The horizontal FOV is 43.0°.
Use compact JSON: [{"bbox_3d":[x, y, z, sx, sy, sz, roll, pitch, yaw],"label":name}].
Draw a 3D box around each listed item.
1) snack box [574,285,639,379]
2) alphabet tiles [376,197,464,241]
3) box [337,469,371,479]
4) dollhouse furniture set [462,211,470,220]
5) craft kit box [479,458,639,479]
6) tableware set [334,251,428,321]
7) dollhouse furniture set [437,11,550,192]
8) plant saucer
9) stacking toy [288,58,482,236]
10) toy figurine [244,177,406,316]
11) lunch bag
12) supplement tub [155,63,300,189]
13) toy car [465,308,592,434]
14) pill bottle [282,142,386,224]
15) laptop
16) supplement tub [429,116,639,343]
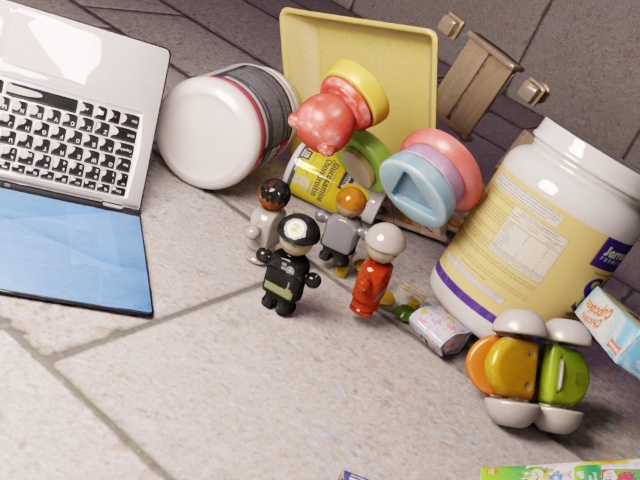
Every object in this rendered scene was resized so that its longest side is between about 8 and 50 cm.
[{"bbox_3d":[0.525,0.201,1.152,0.322,0.060,0.187,35,13,-8],"label":"snack box"},{"bbox_3d":[0.166,-0.114,1.708,0.285,0.011,0.343,19,29,-11],"label":"alphabet tiles"},{"bbox_3d":[0.068,0.323,0.762,0.136,0.037,0.225,23,23,-3],"label":"box"},{"bbox_3d":[0.339,-0.004,1.710,0.114,0.091,0.081,14,58,34],"label":"dollhouse furniture set"},{"bbox_3d":[0.276,0.303,0.799,0.246,0.061,0.250,-5,15,16],"label":"craft kit box"},{"bbox_3d":[0.094,0.077,1.307,0.154,0.024,0.104,31,28,12],"label":"tableware set"},{"bbox_3d":[0.356,-0.277,1.819,0.173,0.303,0.355,-8,49,-51],"label":"dollhouse furniture set"},{"bbox_3d":[0.086,-0.257,1.507,0.332,0.333,0.081,18,37,31],"label":"plant saucer"},{"bbox_3d":[0.090,-0.103,1.303,0.309,0.279,0.130,39,69,17],"label":"stacking toy"},{"bbox_3d":[0.000,0.000,1.194,0.212,0.148,0.210,4,30,-21],"label":"toy figurine"},{"bbox_3d":[0.175,0.136,1.223,0.071,0.053,0.083,40,19,29],"label":"lunch bag"},{"bbox_3d":[-0.156,-0.213,1.458,0.191,0.191,0.272,28,25,8],"label":"supplement tub"},{"bbox_3d":[0.289,0.184,1.153,0.181,0.159,0.136,13,-10,-23],"label":"toy car"},{"bbox_3d":[0.029,-0.103,1.511,0.184,0.103,0.103,26,24,6],"label":"pill bottle"},{"bbox_3d":[-0.388,-0.137,1.057,0.381,0.408,0.236,13,-7,-24],"label":"laptop"},{"bbox_3d":[0.352,-0.003,1.293,0.241,0.331,0.241,28,18,-10],"label":"supplement tub"}]
